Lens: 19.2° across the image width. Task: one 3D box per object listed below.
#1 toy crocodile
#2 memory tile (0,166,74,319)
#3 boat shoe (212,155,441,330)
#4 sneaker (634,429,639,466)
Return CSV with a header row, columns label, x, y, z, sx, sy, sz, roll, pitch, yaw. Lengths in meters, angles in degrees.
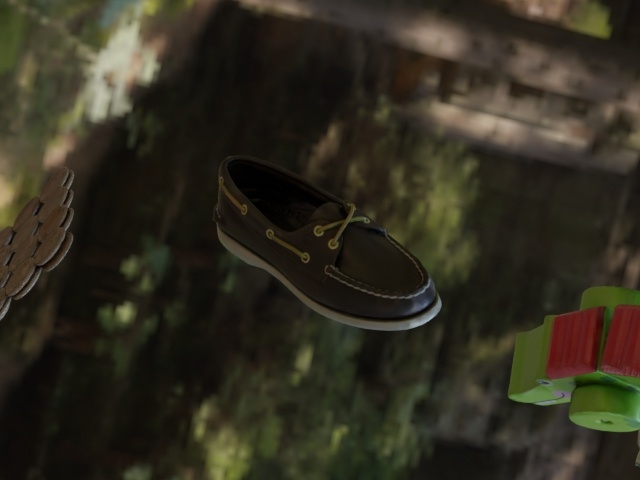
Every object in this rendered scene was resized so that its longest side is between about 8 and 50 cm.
label,x,y,z,sx,sy,sz,roll,pitch,yaw
toy crocodile,0.267,0.089,1.539,0.340,0.105,0.115,-8,-116,55
memory tile,-0.240,0.005,1.558,0.113,0.012,0.148,-45,-157,17
boat shoe,0.000,0.000,1.491,0.081,0.228,0.068,-34,134,-34
sneaker,0.422,0.189,1.919,0.087,0.229,0.092,9,-84,58
